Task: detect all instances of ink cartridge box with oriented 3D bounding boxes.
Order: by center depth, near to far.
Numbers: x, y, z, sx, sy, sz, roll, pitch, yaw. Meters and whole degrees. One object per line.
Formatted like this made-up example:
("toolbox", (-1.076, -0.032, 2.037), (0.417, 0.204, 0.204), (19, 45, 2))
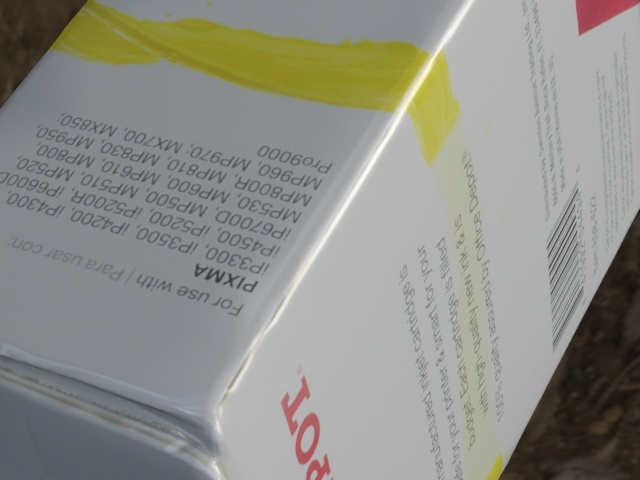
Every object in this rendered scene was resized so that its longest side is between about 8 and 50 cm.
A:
("ink cartridge box", (0.000, 0.000, 0.817), (0.160, 0.279, 0.385), (15, 52, 23))
